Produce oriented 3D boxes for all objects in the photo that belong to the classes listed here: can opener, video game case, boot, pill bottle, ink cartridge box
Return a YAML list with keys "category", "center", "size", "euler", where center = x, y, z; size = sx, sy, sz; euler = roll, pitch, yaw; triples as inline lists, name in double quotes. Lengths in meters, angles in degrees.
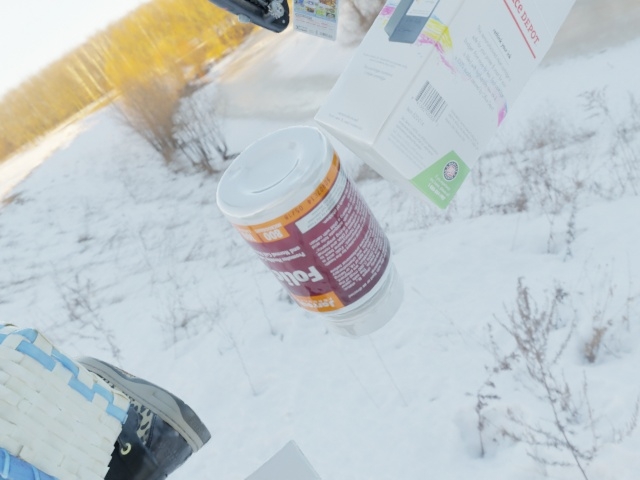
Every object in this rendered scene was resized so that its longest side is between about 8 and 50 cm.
- category: "can opener"
  center: [-0.106, -0.290, 0.677]
  size: [0.073, 0.059, 0.186]
  euler: [2, 0, 39]
- category: "video game case"
  center: [-0.009, -0.423, 1.076]
  size: [0.122, 0.087, 0.011]
  euler: [95, -167, -68]
- category: "boot"
  center: [-0.374, 0.336, 0.881]
  size: [0.378, 0.138, 0.284]
  euler: [7, 45, 37]
- category: "pill bottle"
  center: [0.000, 0.000, 1.101]
  size: [0.224, 0.392, 0.224]
  euler: [-21, 40, 18]
- category: "ink cartridge box"
  center: [0.175, -0.245, 0.770]
  size: [0.119, 0.207, 0.353]
  euler: [35, 93, 42]

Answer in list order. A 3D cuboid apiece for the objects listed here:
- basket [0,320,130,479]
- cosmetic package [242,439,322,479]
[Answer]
- category: "basket"
  center: [-0.371, 0.258, 0.648]
  size: [0.201, 0.254, 0.289]
  euler: [-5, 43, 31]
- category: "cosmetic package"
  center: [-0.052, 0.558, 1.231]
  size: [0.138, 0.224, 0.224]
  euler: [-34, -15, -19]
